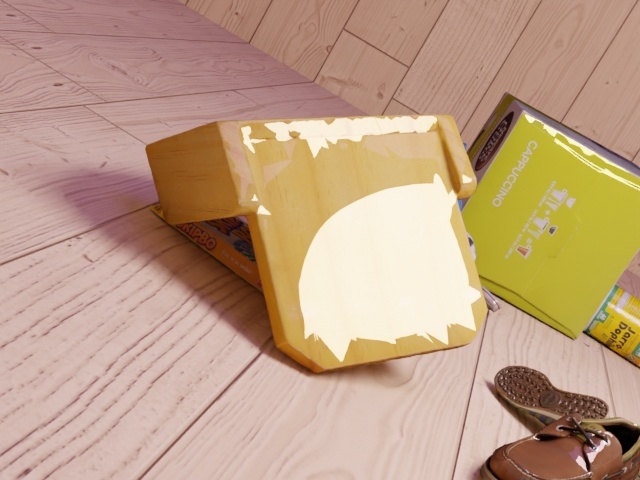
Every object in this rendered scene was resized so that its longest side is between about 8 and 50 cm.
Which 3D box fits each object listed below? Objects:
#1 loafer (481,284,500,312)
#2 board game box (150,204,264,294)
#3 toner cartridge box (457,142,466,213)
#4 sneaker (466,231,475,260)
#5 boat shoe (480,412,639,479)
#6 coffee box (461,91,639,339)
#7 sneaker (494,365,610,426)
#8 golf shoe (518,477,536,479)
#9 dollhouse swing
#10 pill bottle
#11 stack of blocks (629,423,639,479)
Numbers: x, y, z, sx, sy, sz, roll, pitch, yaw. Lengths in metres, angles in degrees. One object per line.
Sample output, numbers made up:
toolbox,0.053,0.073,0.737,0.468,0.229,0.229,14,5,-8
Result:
loafer,0.268,0.093,1.897,0.125,0.039,0.045,43,-14,33
board game box,-0.103,0.013,1.429,0.259,0.039,0.124,33,14,20
toner cartridge box,0.126,-0.034,1.583,0.165,0.075,0.348,9,40,3
sneaker,0.105,-0.012,1.733,0.210,0.137,0.366,24,11,-19
boat shoe,0.293,0.252,1.250,0.111,0.104,0.307,39,17,31
coffee box,0.444,-0.062,2.145,0.338,0.337,0.334,30,15,-4
sneaker,0.322,0.241,1.452,0.192,0.064,0.086,19,-38,51
golf shoe,0.279,0.311,1.091,0.198,0.077,0.094,10,31,-15
dollhouse swing,0.000,0.000,1.374,0.347,0.305,0.315,-7,0,-32
pill bottle,0.642,0.185,2.146,0.208,0.117,0.117,34,15,13
stack of blocks,0.529,0.338,1.323,0.171,0.087,0.297,-10,34,-24
